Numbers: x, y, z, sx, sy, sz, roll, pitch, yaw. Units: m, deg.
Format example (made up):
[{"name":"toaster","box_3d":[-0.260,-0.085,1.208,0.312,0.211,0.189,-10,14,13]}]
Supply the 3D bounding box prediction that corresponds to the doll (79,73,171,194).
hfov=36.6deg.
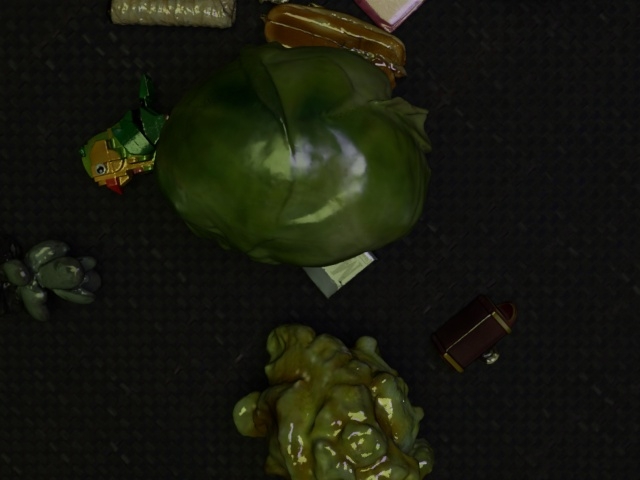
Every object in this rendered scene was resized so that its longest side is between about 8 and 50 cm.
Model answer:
[{"name":"doll","box_3d":[-0.319,-0.169,1.638,0.186,0.106,0.134,-41,87,6]}]

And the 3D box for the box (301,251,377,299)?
[{"name":"box","box_3d":[0.000,0.000,1.677,0.115,0.036,0.177,-40,93,7]}]

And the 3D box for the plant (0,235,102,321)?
[{"name":"plant","box_3d":[-0.516,0.066,1.652,0.274,0.146,0.149,0,94,2]}]

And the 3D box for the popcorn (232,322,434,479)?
[{"name":"popcorn","box_3d":[0.036,0.300,1.589,0.279,0.335,0.274,32,104,-31]}]

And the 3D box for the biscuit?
[{"name":"biscuit","box_3d":[-0.252,-0.391,1.636,0.219,0.055,0.061,4,86,2]}]

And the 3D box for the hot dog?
[{"name":"hot dog","box_3d":[0.022,-0.328,1.623,0.269,0.072,0.109,22,95,-1]}]

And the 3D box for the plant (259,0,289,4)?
[{"name":"plant","box_3d":[-0.083,-0.458,1.624,0.122,0.104,0.116,34,57,29]}]

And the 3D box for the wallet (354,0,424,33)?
[{"name":"wallet","box_3d":[0.078,-0.468,1.627,0.119,0.025,0.232,-43,93,6]}]

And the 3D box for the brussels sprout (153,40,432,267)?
[{"name":"brussels sprout","box_3d":[-0.053,-0.134,1.458,0.425,0.361,0.342,5,85,22]}]

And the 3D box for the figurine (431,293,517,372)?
[{"name":"figurine","box_3d":[0.279,0.164,1.666,0.154,0.082,0.098,-39,107,5]}]
